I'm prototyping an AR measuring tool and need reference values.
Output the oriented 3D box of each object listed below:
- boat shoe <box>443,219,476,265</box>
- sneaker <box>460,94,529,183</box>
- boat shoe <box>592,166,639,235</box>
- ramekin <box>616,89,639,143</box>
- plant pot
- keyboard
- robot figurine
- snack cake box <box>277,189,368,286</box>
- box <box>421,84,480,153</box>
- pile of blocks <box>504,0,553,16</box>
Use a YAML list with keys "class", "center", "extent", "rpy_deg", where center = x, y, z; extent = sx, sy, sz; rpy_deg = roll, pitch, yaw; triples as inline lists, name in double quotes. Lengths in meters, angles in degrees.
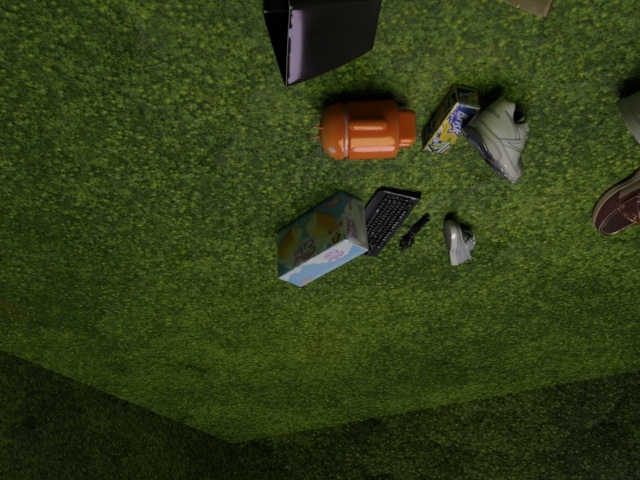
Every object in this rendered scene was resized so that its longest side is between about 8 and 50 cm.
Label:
- class: "boat shoe"
  center: [0.395, -0.001, 2.023]
  extent: [0.081, 0.079, 0.227]
  rpy_deg: [-16, 153, 5]
- class: "sneaker"
  center: [0.420, -0.220, 1.610]
  extent: [0.129, 0.111, 0.297]
  rpy_deg: [-48, 153, 7]
- class: "boat shoe"
  center: [0.826, -0.091, 1.845]
  extent: [0.123, 0.123, 0.342]
  rpy_deg: [8, 148, -17]
- class: "ramekin"
  center: [0.732, -0.239, 1.517]
  extent: [0.109, 0.207, 0.207]
  rpy_deg: [-36, 137, 29]
- class: "plant pot"
  center: [0.002, -0.401, 1.219]
  extent: [0.167, 0.188, 0.187]
  rpy_deg: [-11, 151, -12]
- class: "keyboard"
  center: [0.197, -0.037, 1.979]
  extent: [0.202, 0.033, 0.317]
  rpy_deg: [7, 149, -16]
- class: "robot figurine"
  center: [0.092, -0.236, 1.540]
  extent: [0.220, 0.158, 0.128]
  rpy_deg: [-2, 127, -2]
- class: "snack cake box"
  center: [0.000, 0.000, 1.906]
  extent: [0.089, 0.152, 0.264]
  rpy_deg: [24, 140, -36]
- class: "box"
  center: [0.283, -0.264, 1.578]
  extent: [0.059, 0.054, 0.169]
  rpy_deg: [8, 148, -16]
- class: "pile of blocks"
  center: [0.486, -0.478, 1.210]
  extent: [0.363, 0.148, 0.113]
  rpy_deg: [-7, -167, 25]
